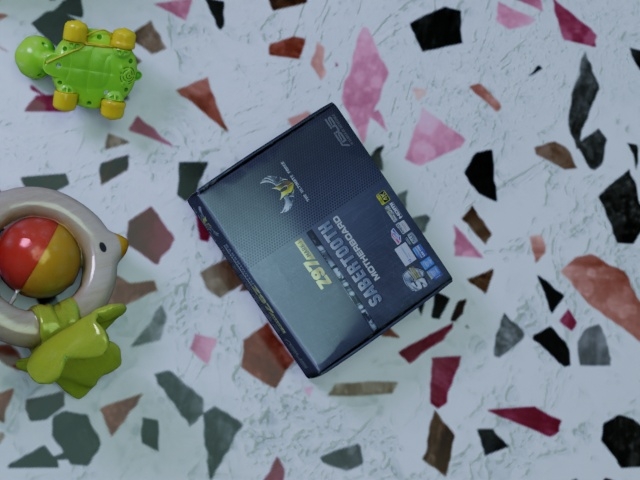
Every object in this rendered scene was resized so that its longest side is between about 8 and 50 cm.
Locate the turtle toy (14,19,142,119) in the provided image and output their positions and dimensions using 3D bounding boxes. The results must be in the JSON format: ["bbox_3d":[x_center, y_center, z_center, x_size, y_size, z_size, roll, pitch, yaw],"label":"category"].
[{"bbox_3d":[-0.246,-0.179,1.732,0.130,0.066,0.095,9,102,-12],"label":"turtle toy"}]

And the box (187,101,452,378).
[{"bbox_3d":[0.000,0.000,1.777,0.183,0.059,0.232,-34,91,-17],"label":"box"}]

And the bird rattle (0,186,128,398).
[{"bbox_3d":[-0.302,0.042,1.676,0.254,0.143,0.207,25,63,3],"label":"bird rattle"}]
